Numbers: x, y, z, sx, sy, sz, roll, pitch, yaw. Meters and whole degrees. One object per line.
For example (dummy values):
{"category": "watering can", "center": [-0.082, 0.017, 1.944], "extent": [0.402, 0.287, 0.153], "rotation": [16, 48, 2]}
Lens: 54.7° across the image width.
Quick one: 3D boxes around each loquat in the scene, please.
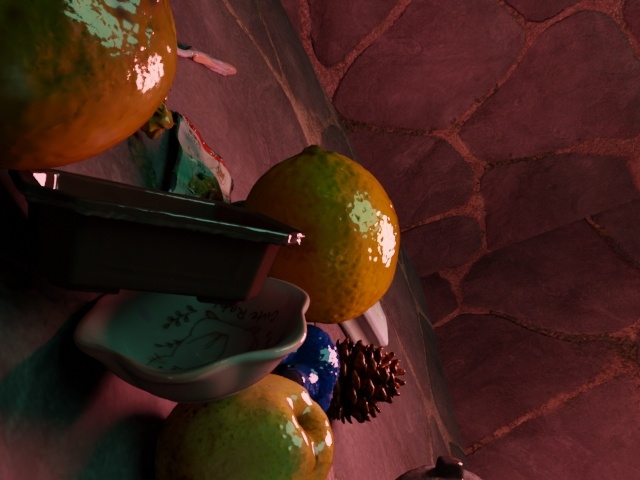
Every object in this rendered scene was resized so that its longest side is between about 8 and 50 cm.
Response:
{"category": "loquat", "center": [-0.225, -0.172, 0.478], "extent": [0.244, 0.244, 0.244], "rotation": [-21, 90, -76]}

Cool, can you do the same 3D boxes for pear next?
{"category": "pear", "center": [-0.072, 0.216, 0.629], "extent": [0.178, 0.178, 0.178], "rotation": [-21, 90, -76]}

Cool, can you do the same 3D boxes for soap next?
{"category": "soap", "center": [0.081, 0.143, 1.498], "extent": [0.145, 0.091, 0.230], "rotation": [-93, 158, -54]}

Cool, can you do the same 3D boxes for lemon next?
{"category": "lemon", "center": [-0.001, -0.001, 0.950], "extent": [0.267, 0.267, 0.267], "rotation": [-21, 90, -76]}

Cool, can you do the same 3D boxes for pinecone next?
{"category": "pinecone", "center": [0.072, 0.255, 1.139], "extent": [0.173, 0.173, 0.173], "rotation": [-21, 90, -76]}

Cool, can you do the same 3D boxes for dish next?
{"category": "dish", "center": [-0.117, 0.103, 0.606], "extent": [0.229, 0.229, 0.081], "rotation": [-68, 160, -71]}

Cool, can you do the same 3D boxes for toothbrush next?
{"category": "toothbrush", "center": [-0.228, -0.349, 1.179], "extent": [0.037, 0.028, 0.375], "rotation": [61, 14, 1]}

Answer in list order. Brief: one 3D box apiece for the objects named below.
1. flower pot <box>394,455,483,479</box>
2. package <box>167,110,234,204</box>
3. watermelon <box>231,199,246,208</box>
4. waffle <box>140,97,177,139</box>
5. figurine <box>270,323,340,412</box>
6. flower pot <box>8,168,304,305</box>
{"category": "flower pot", "center": [0.232, 0.544, 1.030], "extent": [0.283, 0.299, 0.299], "rotation": [-63, 130, -77]}
{"category": "package", "center": [-0.178, -0.090, 0.959], "extent": [0.166, 0.040, 0.232], "rotation": [55, 18, -38]}
{"category": "watermelon", "center": [-0.112, -0.026, 1.061], "extent": [0.105, 0.062, 0.105], "rotation": [54, 21, -32]}
{"category": "waffle", "center": [-0.267, -0.294, 0.780], "extent": [0.293, 0.069, 0.260], "rotation": [65, 6, -70]}
{"category": "figurine", "center": [-0.019, 0.192, 0.970], "extent": [0.164, 0.121, 0.262], "rotation": [65, 11, 2]}
{"category": "flower pot", "center": [-0.154, 0.001, 0.572], "extent": [0.251, 0.084, 0.179], "rotation": [11, 7, -32]}
